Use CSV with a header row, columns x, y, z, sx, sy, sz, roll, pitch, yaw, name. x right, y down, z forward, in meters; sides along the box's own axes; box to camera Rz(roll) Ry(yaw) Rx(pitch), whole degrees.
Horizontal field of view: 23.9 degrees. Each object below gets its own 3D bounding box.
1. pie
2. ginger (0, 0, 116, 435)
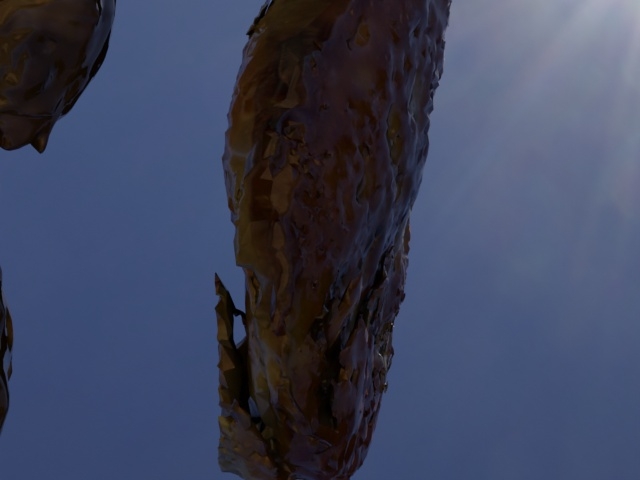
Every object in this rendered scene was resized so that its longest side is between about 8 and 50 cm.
x,y,z,sx,sy,sz,roll,pitch,yaw,name
0.001,0.000,0.778,0.085,0.308,0.308,10,-109,8,pie
-0.208,-0.041,0.477,0.357,0.152,0.274,-24,-107,26,ginger
